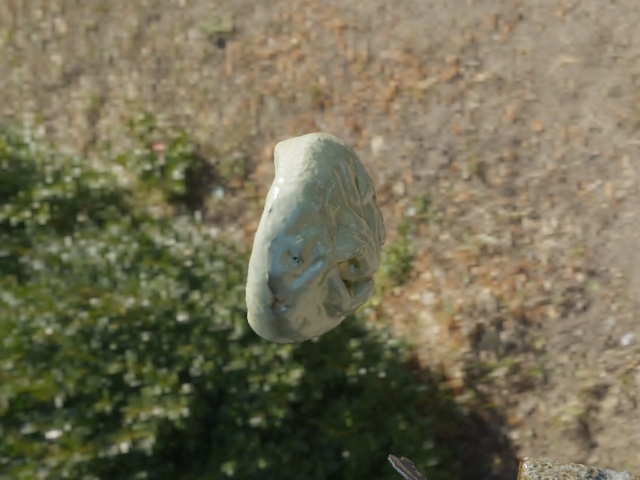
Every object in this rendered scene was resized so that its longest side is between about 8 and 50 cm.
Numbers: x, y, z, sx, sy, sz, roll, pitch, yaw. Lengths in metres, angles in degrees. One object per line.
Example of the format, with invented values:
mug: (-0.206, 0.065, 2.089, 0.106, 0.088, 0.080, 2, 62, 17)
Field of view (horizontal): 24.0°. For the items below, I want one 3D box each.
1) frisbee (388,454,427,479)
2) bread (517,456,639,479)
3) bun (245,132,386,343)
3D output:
frisbee: (0.144, 0.317, 1.846, 0.187, 0.211, 0.012, 39, 113, 39)
bread: (0.417, 0.361, 1.744, 0.165, 0.417, 0.113, -75, -4, -57)
bun: (0.000, 0.000, 1.553, 0.133, 0.231, 0.231, 12, 108, 3)
